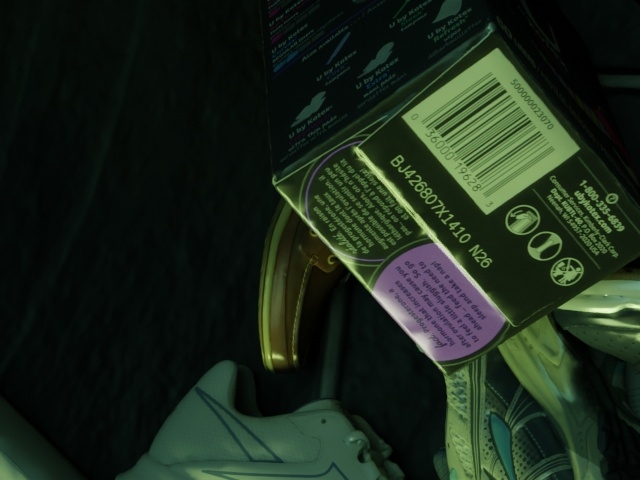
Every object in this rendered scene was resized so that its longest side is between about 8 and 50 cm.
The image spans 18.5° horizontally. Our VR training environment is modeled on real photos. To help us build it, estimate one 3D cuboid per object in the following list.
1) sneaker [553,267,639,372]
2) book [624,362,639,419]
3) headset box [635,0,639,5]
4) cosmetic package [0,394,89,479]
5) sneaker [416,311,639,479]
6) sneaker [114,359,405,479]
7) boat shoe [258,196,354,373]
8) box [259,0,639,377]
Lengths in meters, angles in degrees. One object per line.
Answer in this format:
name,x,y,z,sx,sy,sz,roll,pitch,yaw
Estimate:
sneaker,0.250,0.110,1.065,0.282,0.099,0.153,14,89,2
book,0.182,0.137,1.163,0.096,0.035,0.144,-12,75,25
headset box,0.259,-0.176,1.036,0.218,0.293,0.110,12,85,28
cosmetic package,-0.284,0.300,1.306,0.284,0.097,0.377,40,97,23
sneaker,0.136,0.136,1.128,0.122,0.110,0.283,-36,56,31
sneaker,0.010,0.170,1.195,0.297,0.111,0.129,26,86,25
boat shoe,0.000,0.000,1.246,0.060,0.064,0.178,8,73,11
box,0.070,-0.080,1.108,0.143,0.165,0.270,-34,27,15
